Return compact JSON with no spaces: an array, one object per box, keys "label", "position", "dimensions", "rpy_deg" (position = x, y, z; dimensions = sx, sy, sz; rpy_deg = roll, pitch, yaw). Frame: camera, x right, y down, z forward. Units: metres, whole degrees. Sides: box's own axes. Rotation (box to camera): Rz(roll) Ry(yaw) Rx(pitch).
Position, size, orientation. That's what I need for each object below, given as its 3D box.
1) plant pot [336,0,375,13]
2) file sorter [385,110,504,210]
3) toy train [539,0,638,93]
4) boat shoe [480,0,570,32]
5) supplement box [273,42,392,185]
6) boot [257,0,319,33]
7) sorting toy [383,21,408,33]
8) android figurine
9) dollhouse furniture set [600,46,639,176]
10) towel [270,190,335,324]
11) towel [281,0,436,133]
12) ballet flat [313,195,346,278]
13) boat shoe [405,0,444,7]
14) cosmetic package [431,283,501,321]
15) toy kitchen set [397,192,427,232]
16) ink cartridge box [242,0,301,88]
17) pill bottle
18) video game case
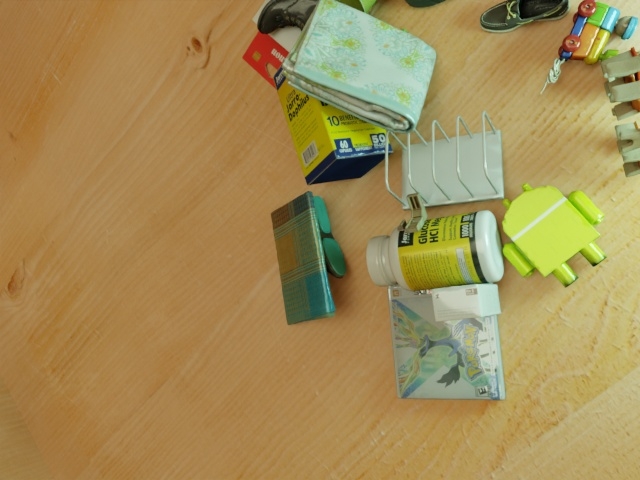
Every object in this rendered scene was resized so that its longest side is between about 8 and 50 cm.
[{"label":"plant pot","position":[0.134,-0.844,1.663],"dimensions":[0.293,0.275,0.275],"rpy_deg":[-45,69,5]},{"label":"file sorter","position":[0.322,-0.210,1.554],"dimensions":[0.278,0.173,0.192],"rpy_deg":[-6,72,28]},{"label":"toy train","position":[0.661,-0.456,1.448],"dimensions":[0.143,0.105,0.248],"rpy_deg":[24,100,13]},{"label":"boat shoe","position":[0.525,-0.603,1.534],"dimensions":[0.228,0.069,0.081],"rpy_deg":[-3,87,28]},{"label":"supplement box","position":[0.029,-0.365,1.683],"dimensions":[0.195,0.194,0.356],"rpy_deg":[-35,70,58]},{"label":"boot","position":[-0.050,-0.640,1.762],"dimensions":[0.263,0.091,0.229],"rpy_deg":[-32,76,23]},{"label":"sorting toy","position":[0.166,-0.476,1.735],"dimensions":[0.196,0.047,0.347],"rpy_deg":[12,94,28]},{"label":"android figurine","position":[0.578,-0.023,1.488],"dimensions":[0.248,0.056,0.273],"rpy_deg":[-43,69,15]},{"label":"dollhouse furniture set","position":[0.731,-0.319,1.327],"dimensions":[0.135,0.262,0.259],"rpy_deg":[-12,52,25]},{"label":"towel","position":[-0.058,0.062,1.778],"dimensions":[0.271,0.040,0.370],"rpy_deg":[-22,76,58]},{"label":"towel","position":[0.115,-0.473,1.562],"dimensions":[0.375,0.090,0.320],"rpy_deg":[24,59,-5]},{"label":"ballet flat","position":[0.000,0.000,1.794],"dimensions":[0.096,0.095,0.280],"rpy_deg":[-31,64,34]},{"label":"boat shoe","position":[0.367,-0.767,1.610],"dimensions":[0.324,0.122,0.119],"rpy_deg":[-24,45,33]},{"label":"cosmetic package","position":[0.368,0.154,1.466],"dimensions":[0.117,0.231,0.085],"rpy_deg":[-10,83,28]},{"label":"toy kitchen set","position":[0.226,-0.069,1.527],"dimensions":[0.068,0.083,0.075],"rpy_deg":[-8,116,32]},{"label":"ink cartridge box","position":[-0.110,-0.622,1.877],"dimensions":[0.296,0.066,0.261],"rpy_deg":[45,107,22]},{"label":"pill bottle","position":[0.302,0.036,1.569],"dimensions":[0.334,0.188,0.187],"rpy_deg":[-10,84,27]},{"label":"video game case","position":[0.341,0.273,1.627],"dimensions":[0.300,0.036,0.328],"rpy_deg":[-7,85,28]}]
